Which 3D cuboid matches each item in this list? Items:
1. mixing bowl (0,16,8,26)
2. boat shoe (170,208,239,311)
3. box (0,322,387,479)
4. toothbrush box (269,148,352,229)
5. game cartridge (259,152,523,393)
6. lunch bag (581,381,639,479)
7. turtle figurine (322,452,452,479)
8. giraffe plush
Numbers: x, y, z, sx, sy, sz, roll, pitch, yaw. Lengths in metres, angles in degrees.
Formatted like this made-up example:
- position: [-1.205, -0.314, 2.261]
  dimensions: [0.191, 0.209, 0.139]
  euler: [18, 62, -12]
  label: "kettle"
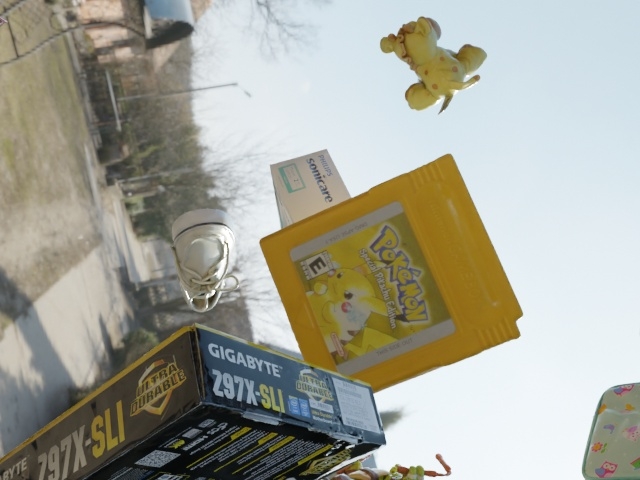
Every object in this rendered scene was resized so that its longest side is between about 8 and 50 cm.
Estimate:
- position: [-0.480, -0.279, 0.755]
  dimensions: [0.181, 0.098, 0.181]
  euler: [35, -1, 0]
  label: "mixing bowl"
- position: [-0.251, 0.072, 1.373]
  dimensions: [0.367, 0.136, 0.156]
  euler: [120, -38, -60]
  label: "boat shoe"
- position: [-0.136, 0.219, 0.636]
  dimensions: [0.257, 0.322, 0.079]
  euler: [28, 35, -46]
  label: "box"
- position: [0.000, 0.000, 1.298]
  dimensions: [0.295, 0.126, 0.216]
  euler: [87, -17, -54]
  label: "toothbrush box"
- position: [0.101, 0.063, 0.953]
  dimensions: [0.285, 0.324, 0.053]
  euler: [68, 14, 10]
  label: "game cartridge"
- position: [0.634, 0.392, 1.247]
  dimensions: [0.224, 0.279, 0.108]
  euler: [-24, -76, 44]
  label: "lunch bag"
- position: [0.055, 0.377, 0.988]
  dimensions: [0.269, 0.217, 0.087]
  euler: [-23, -114, 58]
  label: "turtle figurine"
- position: [0.211, -0.366, 1.284]
  dimensions: [0.170, 0.181, 0.210]
  euler: [48, 31, -18]
  label: "giraffe plush"
